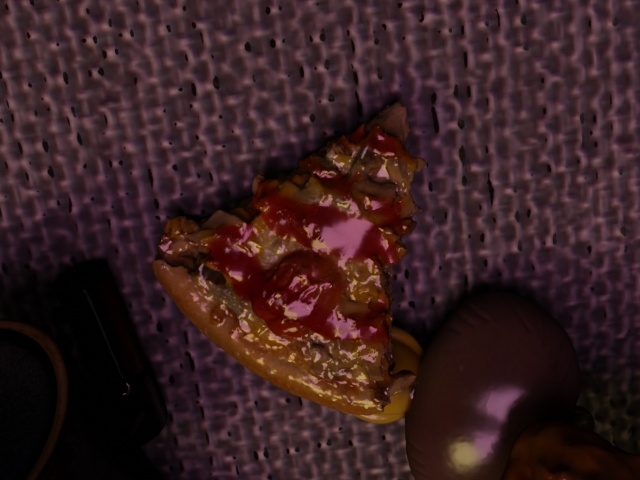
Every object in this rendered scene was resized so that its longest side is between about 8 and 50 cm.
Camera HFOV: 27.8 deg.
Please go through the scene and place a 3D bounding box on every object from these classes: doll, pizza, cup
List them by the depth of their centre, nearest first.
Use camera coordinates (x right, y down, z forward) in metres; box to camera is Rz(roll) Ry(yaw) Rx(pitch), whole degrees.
[{"bbox_3d":[-0.156,0.137,0.794,0.239,0.166,0.177,-53,136,-20],"label":"cup"},{"bbox_3d":[0.000,0.000,0.810,0.188,0.062,0.199,29,101,7],"label":"pizza"},{"bbox_3d":[0.089,0.091,0.866,0.188,0.096,0.145,39,94,9],"label":"doll"}]

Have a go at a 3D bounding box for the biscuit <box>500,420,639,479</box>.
[{"bbox_3d":[0.233,0.339,0.801,0.166,0.342,0.395,0,151,44],"label":"biscuit"}]
